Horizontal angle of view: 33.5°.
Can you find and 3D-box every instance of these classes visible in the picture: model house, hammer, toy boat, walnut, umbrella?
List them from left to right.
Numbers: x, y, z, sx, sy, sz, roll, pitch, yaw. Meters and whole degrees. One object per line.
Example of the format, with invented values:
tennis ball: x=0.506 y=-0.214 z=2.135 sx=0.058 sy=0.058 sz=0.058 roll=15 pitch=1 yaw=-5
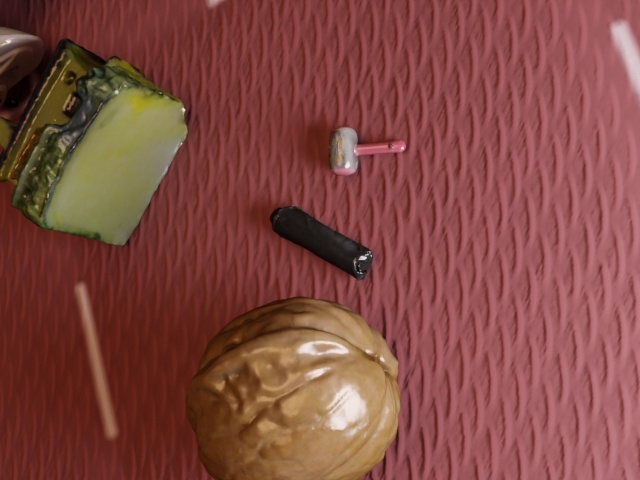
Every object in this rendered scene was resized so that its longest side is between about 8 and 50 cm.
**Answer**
toy boat: x=-0.474 y=-0.208 z=1.360 sx=0.269 sy=0.141 sz=0.141 roll=5 pitch=85 yaw=27
model house: x=-0.295 y=-0.134 z=1.226 sx=0.211 sy=0.170 sz=0.194 roll=36 pitch=102 yaw=29
walnut: x=-0.031 y=0.155 z=1.025 sx=0.213 sy=0.213 sz=0.213 roll=-5 pitch=80 yaw=28
umbrella: x=0.001 y=-0.001 z=1.120 sx=0.133 sy=0.031 sz=0.036 roll=29 pitch=70 yaw=30
hammer: x=0.049 y=-0.095 z=1.111 sx=0.083 sy=0.031 sz=0.052 roll=-3 pitch=83 yaw=18
